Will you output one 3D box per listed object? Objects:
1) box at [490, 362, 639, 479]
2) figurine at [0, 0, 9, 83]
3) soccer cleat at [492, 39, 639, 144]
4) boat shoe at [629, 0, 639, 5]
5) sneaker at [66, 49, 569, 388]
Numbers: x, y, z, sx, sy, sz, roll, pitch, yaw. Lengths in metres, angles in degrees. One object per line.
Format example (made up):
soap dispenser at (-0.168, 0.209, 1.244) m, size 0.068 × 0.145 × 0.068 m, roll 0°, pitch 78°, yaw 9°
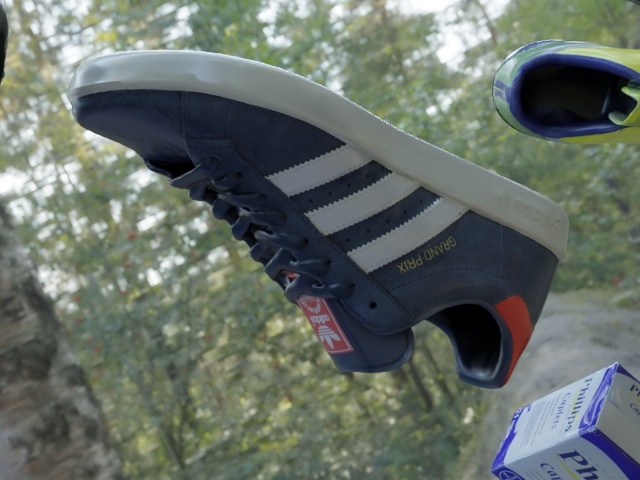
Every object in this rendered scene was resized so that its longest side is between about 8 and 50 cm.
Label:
box at (0.233, 0.184, 0.937) m, size 0.137 × 0.126 × 0.072 m, roll -41°, pitch 11°, yaw 51°
figurine at (-0.287, -0.142, 0.571) m, size 0.214 × 0.092 × 0.209 m, roll -1°, pitch -17°, yaw -1°
soccer cleat at (0.281, -0.108, 0.910) m, size 0.289 × 0.093 × 0.121 m, roll 4°, pitch 16°, yaw 10°
boat shoe at (0.307, -0.323, 1.152) m, size 0.500 × 0.187 × 0.156 m, roll 16°, pitch -4°, yaw -19°
sneaker at (0.000, 0.000, 0.715) m, size 0.350 × 0.148 × 0.131 m, roll 20°, pitch -11°, yaw -21°
